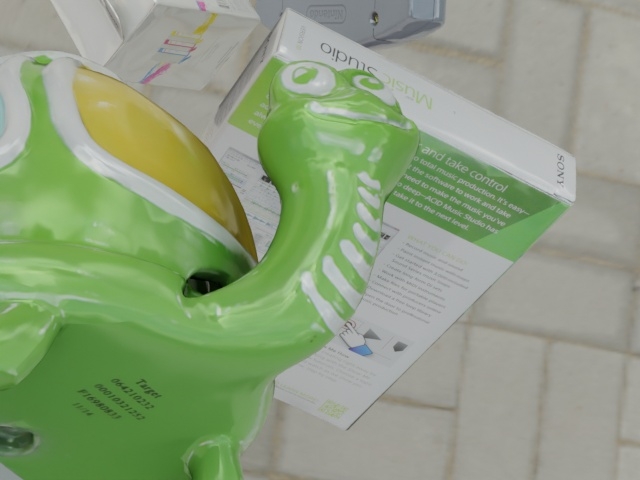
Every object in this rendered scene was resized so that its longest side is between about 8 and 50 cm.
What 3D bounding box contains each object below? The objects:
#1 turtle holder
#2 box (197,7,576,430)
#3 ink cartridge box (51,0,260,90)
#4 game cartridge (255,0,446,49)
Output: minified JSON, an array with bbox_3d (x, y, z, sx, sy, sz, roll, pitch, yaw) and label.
[{"bbox_3d":[-0.132,0.013,0.760,0.243,0.320,0.227,21,47,-28],"label":"turtle holder"},{"bbox_3d":[0.000,0.000,1.132,0.232,0.322,0.058,26,46,-15],"label":"box"},{"bbox_3d":[-0.140,-0.189,1.266,0.143,0.090,0.092,1,50,-51],"label":"ink cartridge box"},{"bbox_3d":[0.028,-0.281,1.494,0.062,0.297,0.198,-6,100,-30],"label":"game cartridge"}]
